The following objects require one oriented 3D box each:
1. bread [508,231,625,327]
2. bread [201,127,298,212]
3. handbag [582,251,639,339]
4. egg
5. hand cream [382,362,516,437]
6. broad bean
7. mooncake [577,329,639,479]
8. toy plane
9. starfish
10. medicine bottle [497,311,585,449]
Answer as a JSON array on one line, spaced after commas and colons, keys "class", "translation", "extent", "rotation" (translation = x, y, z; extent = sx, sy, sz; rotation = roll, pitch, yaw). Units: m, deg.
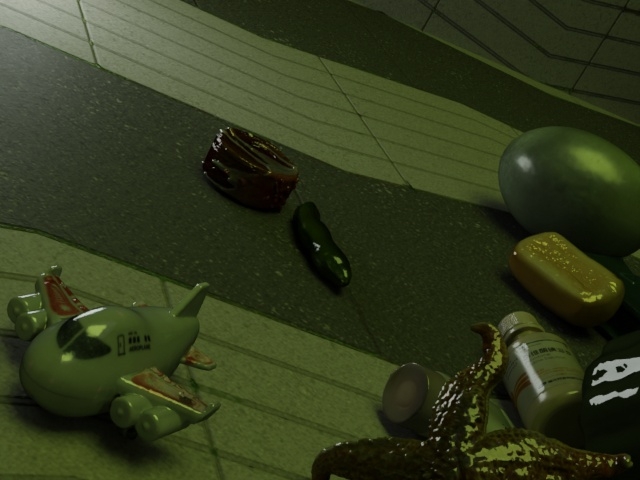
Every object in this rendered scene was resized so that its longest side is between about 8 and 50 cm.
[{"class": "bread", "translation": [0.448, 0.078, 2.038], "extent": [0.147, 0.098, 0.217], "rotation": [-16, 43, -32]}, {"class": "bread", "translation": [-0.114, -0.116, 1.814], "extent": [0.160, 0.073, 0.160], "rotation": [27, 19, -10]}, {"class": "handbag", "translation": [0.615, 0.144, 2.127], "extent": [0.238, 0.089, 0.326], "rotation": [7, 30, -44]}, {"class": "egg", "translation": [0.541, -0.100, 2.333], "extent": [0.352, 0.258, 0.258], "rotation": [30, 22, 13]}, {"class": "hand cream", "translation": [0.196, 0.237, 1.453], "extent": [0.248, 0.083, 0.133], "rotation": [25, 23, -37]}, {"class": "broad bean", "translation": [-0.003, -0.002, 1.741], "extent": [0.065, 0.046, 0.254], "rotation": [32, 17, -31]}, {"class": "mooncake", "translation": [0.494, 0.281, 1.453], "extent": [0.351, 0.187, 0.351], "rotation": [25, 51, -36]}, {"class": "toy plane", "translation": [-0.210, 0.113, 1.161], "extent": [0.252, 0.118, 0.252], "rotation": [22, 25, -11]}, {"class": "starfish", "translation": [0.144, 0.253, 1.149], "extent": [0.327, 0.375, 0.094], "rotation": [12, -28, 18]}, {"class": "medicine bottle", "translation": [0.326, 0.198, 1.627], "extent": [0.114, 0.114, 0.252], "rotation": [21, 24, -19]}]
